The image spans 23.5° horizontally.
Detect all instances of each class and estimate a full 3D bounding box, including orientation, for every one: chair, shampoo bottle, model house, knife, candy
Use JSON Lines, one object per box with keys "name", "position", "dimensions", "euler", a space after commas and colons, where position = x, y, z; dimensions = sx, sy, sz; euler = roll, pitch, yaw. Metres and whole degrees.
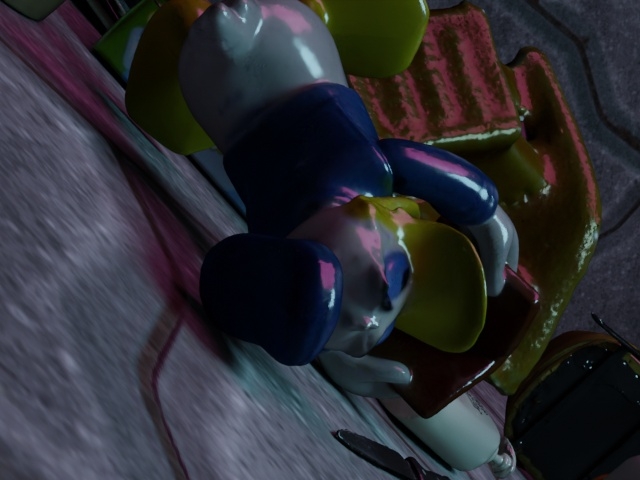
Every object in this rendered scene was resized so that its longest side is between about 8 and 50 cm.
{"name": "chair", "position": [0.241, 0.161, 1.397], "dimensions": [0.172, 0.159, 0.247], "euler": [48, 6, 14]}
{"name": "shampoo bottle", "position": [0.093, 0.128, 1.059], "dimensions": [0.152, 0.045, 0.077], "euler": [45, 6, -41]}
{"name": "model house", "position": [0.094, -0.045, 1.141], "dimensions": [0.239, 0.173, 0.268], "euler": [35, 33, -54]}
{"name": "knife", "position": [0.045, 0.126, 0.867], "dimensions": [0.023, 0.010, 0.170], "euler": [52, 8, 31]}
{"name": "candy", "position": [-0.078, -0.093, 1.140], "dimensions": [0.194, 0.062, 0.097], "euler": [48, 6, -9]}

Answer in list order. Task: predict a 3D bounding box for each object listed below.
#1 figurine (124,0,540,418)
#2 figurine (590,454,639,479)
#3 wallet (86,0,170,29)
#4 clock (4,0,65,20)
{"name": "figurine", "position": [0.000, 0.000, 0.860], "dimensions": [0.283, 0.204, 0.338], "euler": [54, 16, -16]}
{"name": "figurine", "position": [0.252, 0.235, 1.127], "dimensions": [0.176, 0.133, 0.236], "euler": [41, 0, 21]}
{"name": "wallet", "position": [-0.146, -0.200, 1.320], "dimensions": [0.176, 0.075, 0.250], "euler": [54, 5, -9]}
{"name": "clock", "position": [-0.247, -0.235, 0.972], "dimensions": [0.235, 0.029, 0.235], "euler": [48, 5, -6]}
